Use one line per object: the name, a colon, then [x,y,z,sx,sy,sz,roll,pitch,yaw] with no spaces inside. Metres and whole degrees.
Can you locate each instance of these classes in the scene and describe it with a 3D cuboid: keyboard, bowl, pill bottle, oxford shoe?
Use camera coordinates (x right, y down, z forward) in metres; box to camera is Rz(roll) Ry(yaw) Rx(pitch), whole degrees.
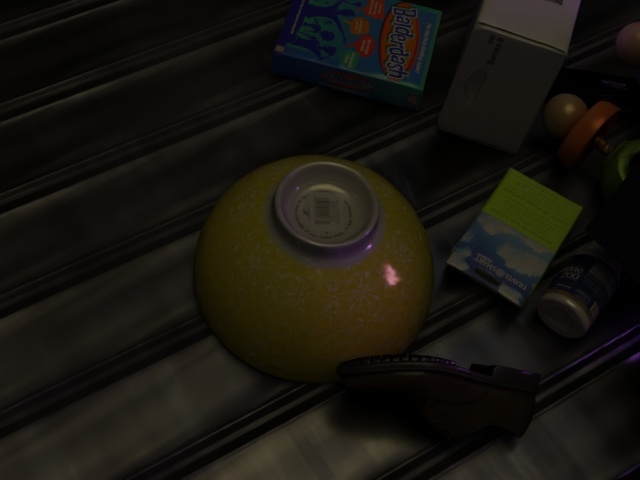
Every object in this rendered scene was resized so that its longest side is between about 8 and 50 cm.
keyboard: [0.411,-0.201,1.369,0.192,0.038,0.100,8,33,-1]
bowl: [0.000,0.000,1.106,0.289,0.156,0.290,3,56,-5]
pill bottle: [0.316,0.054,1.162,0.067,0.067,0.120,35,60,15]
oxford shoe: [0.125,0.173,1.045,0.227,0.083,0.096,10,83,-7]

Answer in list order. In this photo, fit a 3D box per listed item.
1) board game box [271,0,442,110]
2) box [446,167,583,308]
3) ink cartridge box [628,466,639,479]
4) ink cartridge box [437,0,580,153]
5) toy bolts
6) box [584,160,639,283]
board game box: [0.053,-0.278,1.356,0.210,0.047,0.160,15,57,1]
box: [0.238,0.001,1.201,0.109,0.042,0.178,31,59,13]
ink cartridge box: [0.394,0.356,0.965,0.234,0.088,0.193,31,60,12]
ink cartridge box: [0.266,-0.293,1.297,0.121,0.211,0.289,20,58,4]
toy bolts: [0.407,-0.194,1.234,0.228,0.218,0.158,-41,75,-20]
box: [0.502,-0.084,1.090,0.296,0.294,0.183,-17,56,-45]
